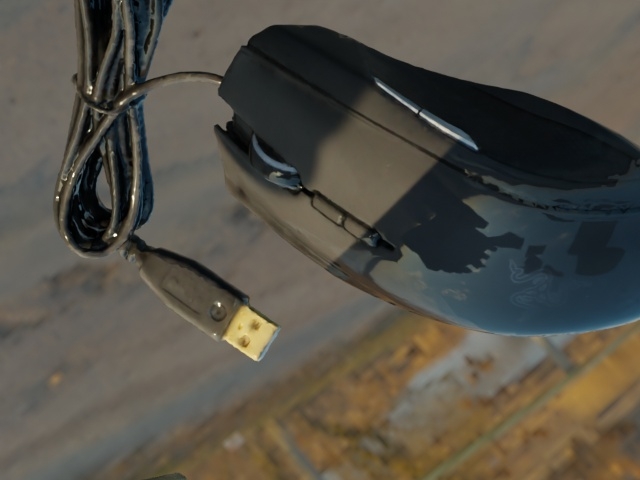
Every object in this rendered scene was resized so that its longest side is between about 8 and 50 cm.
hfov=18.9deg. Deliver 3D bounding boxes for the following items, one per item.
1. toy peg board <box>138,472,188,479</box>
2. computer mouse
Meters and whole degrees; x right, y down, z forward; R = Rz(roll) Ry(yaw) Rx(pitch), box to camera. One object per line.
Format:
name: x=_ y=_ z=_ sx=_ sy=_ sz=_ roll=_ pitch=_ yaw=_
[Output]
toy peg board: x=-0.028 y=0.168 z=0.604 sx=0.079 sy=0.161 sz=0.161 roll=-7 pitch=158 yaw=-31
computer mouse: x=0.000 y=0.000 z=0.746 sx=0.060 sy=0.262 sz=0.184 roll=-53 pitch=166 yaw=-45
